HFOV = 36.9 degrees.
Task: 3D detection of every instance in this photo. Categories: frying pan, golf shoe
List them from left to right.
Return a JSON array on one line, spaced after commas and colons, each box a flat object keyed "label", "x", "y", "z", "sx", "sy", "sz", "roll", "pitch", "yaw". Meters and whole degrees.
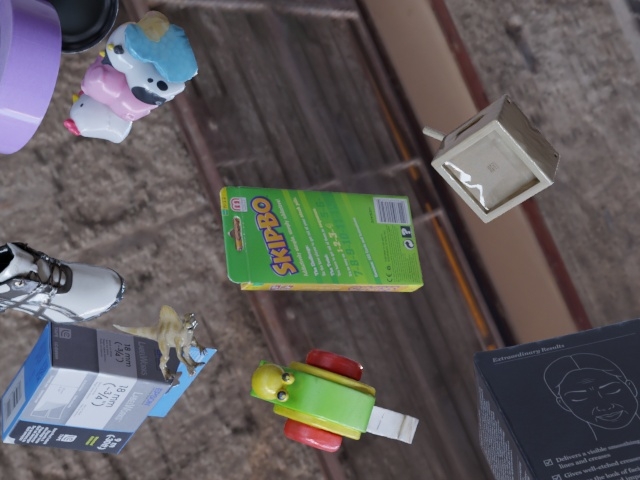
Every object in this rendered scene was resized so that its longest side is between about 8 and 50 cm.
[{"label": "golf shoe", "x": -0.323, "y": 0.047, "z": 1.095, "sx": 0.198, "sy": 0.077, "sz": 0.094, "roll": 1, "pitch": 153, "yaw": -13}, {"label": "frying pan", "x": -0.475, "y": -0.383, "z": 1.787, "sx": 0.197, "sy": 0.326, "sz": 0.053, "roll": 4, "pitch": -167, "yaw": -2}]

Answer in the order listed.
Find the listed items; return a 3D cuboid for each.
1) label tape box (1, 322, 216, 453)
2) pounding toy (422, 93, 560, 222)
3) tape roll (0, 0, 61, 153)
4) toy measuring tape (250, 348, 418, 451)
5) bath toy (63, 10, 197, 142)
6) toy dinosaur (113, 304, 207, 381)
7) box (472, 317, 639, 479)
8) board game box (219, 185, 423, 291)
[{"label": "label tape box", "x": -0.380, "y": 0.282, "z": 1.760, "sx": 0.333, "sy": 0.106, "sz": 0.241, "roll": 14, "pitch": 131, "yaw": -32}, {"label": "pounding toy", "x": 0.211, "y": -0.111, "z": 1.239, "sx": 0.141, "sy": 0.130, "sz": 0.100, "roll": -34, "pitch": -164, "yaw": 38}, {"label": "tape roll", "x": -0.546, "y": -0.290, "z": 1.630, "sx": 0.090, "sy": 0.275, "sz": 0.274, "roll": 14, "pitch": 153, "yaw": -40}, {"label": "toy measuring tape", "x": 0.046, "y": 0.209, "z": 1.165, "sx": 0.121, "sy": 0.122, "sz": 0.330, "roll": -24, "pitch": 145, "yaw": 34}, {"label": "bath toy", "x": -0.360, "y": -0.278, "z": 1.715, "sx": 0.129, "sy": 0.152, "sz": 0.348, "roll": -21, "pitch": 175, "yaw": -39}, {"label": "toy dinosaur", "x": -0.189, "y": 0.126, "z": 1.222, "sx": 0.053, "sy": 0.093, "sz": 0.183, "roll": -24, "pitch": -172, "yaw": -39}, {"label": "box", "x": 0.430, "y": 0.332, "z": 1.443, "sx": 0.293, "sy": 0.212, "sz": 0.395, "roll": -12, "pitch": -149, "yaw": -4}, {"label": "board game box", "x": 0.000, "y": 0.000, "z": 1.180, "sx": 0.259, "sy": 0.124, "sz": 0.039, "roll": 3, "pitch": 157, "yaw": -28}]
